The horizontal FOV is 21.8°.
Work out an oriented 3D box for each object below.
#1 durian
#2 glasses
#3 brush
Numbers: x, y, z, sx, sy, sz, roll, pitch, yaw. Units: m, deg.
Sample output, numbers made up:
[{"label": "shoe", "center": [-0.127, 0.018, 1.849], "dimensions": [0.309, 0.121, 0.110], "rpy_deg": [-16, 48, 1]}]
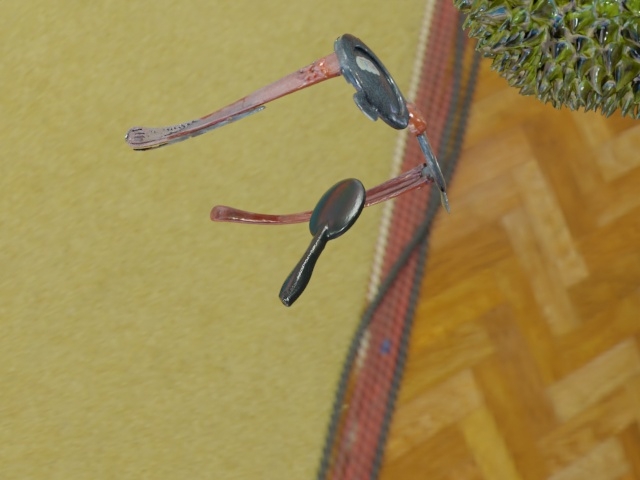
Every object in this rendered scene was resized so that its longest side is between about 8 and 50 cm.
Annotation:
[{"label": "durian", "center": [0.138, -0.135, 0.707], "dimensions": [0.146, 0.198, 0.159], "rpy_deg": [41, 56, -33]}, {"label": "glasses", "center": [-0.022, -0.072, 1.607], "dimensions": [0.234, 0.268, 0.118], "rpy_deg": [42, 29, -54]}, {"label": "brush", "center": [0.000, 0.000, 0.767], "dimensions": [0.008, 0.024, 0.083], "rpy_deg": [74, 34, -42]}]
